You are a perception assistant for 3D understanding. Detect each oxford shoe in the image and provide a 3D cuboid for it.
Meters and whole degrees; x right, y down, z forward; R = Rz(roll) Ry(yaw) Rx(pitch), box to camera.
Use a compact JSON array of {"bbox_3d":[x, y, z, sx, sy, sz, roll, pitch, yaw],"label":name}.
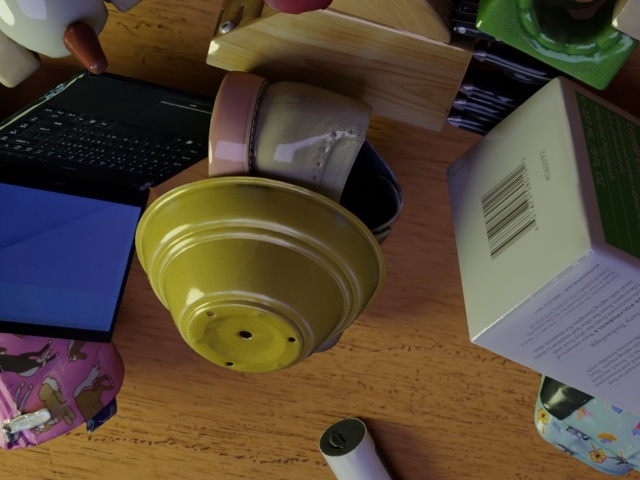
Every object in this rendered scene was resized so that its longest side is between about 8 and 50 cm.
[{"bbox_3d":[0.000,0.000,1.776,0.146,0.140,0.397,5,153,11],"label":"oxford shoe"}]

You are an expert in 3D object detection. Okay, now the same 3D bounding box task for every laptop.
[{"bbox_3d":[-0.197,-0.024,1.775,0.264,0.137,0.234,-27,157,35],"label":"laptop"}]

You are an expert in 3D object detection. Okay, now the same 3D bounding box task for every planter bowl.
[{"bbox_3d":[-0.057,0.049,1.680,0.217,0.090,0.217,6,142,4],"label":"planter bowl"}]

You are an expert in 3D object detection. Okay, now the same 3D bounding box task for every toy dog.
[{"bbox_3d":[-0.260,-0.239,1.582,0.333,0.161,0.220,26,105,-39],"label":"toy dog"}]

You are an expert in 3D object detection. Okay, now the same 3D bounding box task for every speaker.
[{"bbox_3d":[0.048,0.250,2.099,0.055,0.055,0.136,-13,127,22],"label":"speaker"}]

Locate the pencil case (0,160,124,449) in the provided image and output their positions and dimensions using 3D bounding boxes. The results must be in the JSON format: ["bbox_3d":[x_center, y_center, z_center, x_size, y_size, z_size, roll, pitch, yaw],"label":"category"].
[{"bbox_3d":[-0.320,0.024,1.884,0.160,0.167,0.386,-30,127,-12],"label":"pencil case"}]

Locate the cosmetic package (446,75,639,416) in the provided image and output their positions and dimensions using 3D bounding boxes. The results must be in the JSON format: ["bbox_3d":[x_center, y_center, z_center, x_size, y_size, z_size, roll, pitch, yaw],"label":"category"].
[{"bbox_3d":[0.295,0.037,1.702,0.365,0.197,0.155,22,133,-32],"label":"cosmetic package"}]

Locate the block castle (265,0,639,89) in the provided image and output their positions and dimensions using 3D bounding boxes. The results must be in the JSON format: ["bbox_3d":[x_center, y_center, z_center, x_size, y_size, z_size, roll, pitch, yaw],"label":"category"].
[{"bbox_3d":[0.174,-0.215,1.480,0.453,0.303,0.213,25,133,-9],"label":"block castle"}]

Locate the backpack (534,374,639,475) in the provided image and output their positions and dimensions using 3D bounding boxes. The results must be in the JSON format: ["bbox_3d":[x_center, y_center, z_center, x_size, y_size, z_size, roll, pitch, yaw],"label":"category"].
[{"bbox_3d":[0.300,0.140,1.869,0.188,0.166,0.144,27,133,-9],"label":"backpack"}]

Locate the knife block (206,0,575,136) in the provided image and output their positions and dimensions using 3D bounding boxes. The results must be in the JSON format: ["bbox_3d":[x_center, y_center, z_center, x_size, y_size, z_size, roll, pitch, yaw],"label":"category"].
[{"bbox_3d":[0.076,-0.150,1.704,0.275,0.088,0.242,-19,125,26],"label":"knife block"}]
